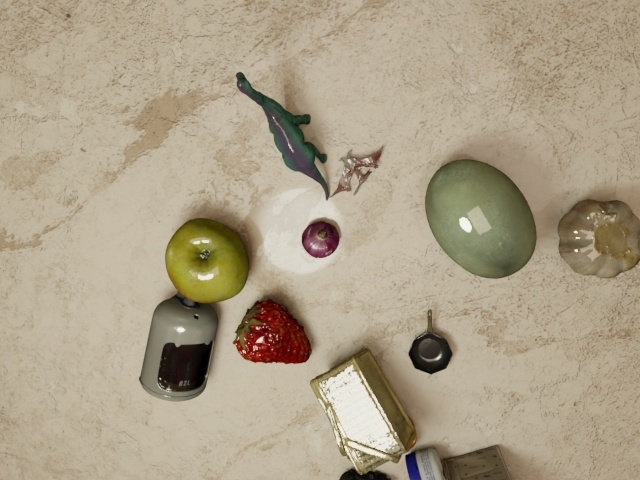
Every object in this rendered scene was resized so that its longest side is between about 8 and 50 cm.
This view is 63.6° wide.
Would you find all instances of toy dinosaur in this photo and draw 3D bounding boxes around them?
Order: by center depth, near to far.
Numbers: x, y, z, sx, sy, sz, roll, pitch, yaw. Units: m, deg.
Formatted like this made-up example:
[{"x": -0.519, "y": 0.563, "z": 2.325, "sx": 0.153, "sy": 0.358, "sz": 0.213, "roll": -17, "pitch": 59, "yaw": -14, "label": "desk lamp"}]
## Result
[{"x": -0.088, "y": -0.255, "z": 1.371, "sx": 0.129, "sy": 0.331, "sz": 0.384, "roll": -26, "pitch": 97, "yaw": 14, "label": "toy dinosaur"}, {"x": 0.100, "y": -0.205, "z": 1.516, "sx": 0.220, "sy": 0.032, "sz": 0.108, "roll": -40, "pitch": 100, "yaw": 23, "label": "toy dinosaur"}]

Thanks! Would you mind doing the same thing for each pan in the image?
[{"x": 0.353, "y": 0.312, "z": 1.602, "sx": 0.128, "sy": 0.048, "sz": 0.202, "roll": 20, "pitch": 106, "yaw": 0, "label": "pan"}]

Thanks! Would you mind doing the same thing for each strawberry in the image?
[{"x": -0.130, "y": 0.297, "z": 1.588, "sx": 0.244, "sy": 0.205, "sz": 0.205, "roll": 30, "pitch": 106, "yaw": -19, "label": "strawberry"}]

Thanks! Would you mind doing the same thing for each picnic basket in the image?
[{"x": 0.127, "y": 0.511, "z": 1.541, "sx": 0.175, "sy": 0.228, "sz": 0.313, "roll": -33, "pitch": 76, "yaw": 11, "label": "picnic basket"}]

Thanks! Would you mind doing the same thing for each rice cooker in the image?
[{"x": 0.151, "y": 0.834, "z": 1.705, "sx": 0.202, "sy": 0.142, "sz": 0.119, "roll": 8, "pitch": 92, "yaw": 1, "label": "rice cooker"}]

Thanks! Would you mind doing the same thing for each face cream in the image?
[{"x": 0.348, "y": 0.771, "z": 1.632, "sx": 0.111, "sy": 0.206, "sz": 0.206, "roll": -19, "pitch": 101, "yaw": 5, "label": "face cream"}]

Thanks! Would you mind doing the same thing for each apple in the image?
[{"x": -0.334, "y": 0.063, "z": 1.530, "sx": 0.260, "sy": 0.194, "sz": 0.261, "roll": 1, "pitch": 82, "yaw": -4, "label": "apple"}]

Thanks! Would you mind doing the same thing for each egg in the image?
[{"x": 0.431, "y": -0.057, "z": 1.399, "sx": 0.258, "sy": 0.258, "sz": 0.352, "roll": -39, "pitch": 102, "yaw": 14, "label": "egg"}]

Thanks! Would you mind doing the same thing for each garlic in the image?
[{"x": 0.764, "y": -0.005, "z": 1.426, "sx": 0.227, "sy": 0.152, "sz": 0.228, "roll": 1, "pitch": 97, "yaw": 11, "label": "garlic"}]

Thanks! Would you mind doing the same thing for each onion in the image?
[{"x": 0.000, "y": 0.000, "z": 1.549, "sx": 0.115, "sy": 0.115, "sz": 0.104, "roll": 15, "pitch": 149, "yaw": 3, "label": "onion"}]

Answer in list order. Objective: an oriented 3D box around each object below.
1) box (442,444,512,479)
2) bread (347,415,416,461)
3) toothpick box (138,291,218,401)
[{"x": 0.538, "y": 0.846, "z": 1.619, "sx": 0.190, "sy": 0.225, "sz": 0.297, "roll": -22, "pitch": 101, "yaw": 9, "label": "box"}, {"x": 0.196, "y": 0.657, "z": 1.682, "sx": 0.245, "sy": 0.094, "sz": 0.102, "roll": -25, "pitch": 105, "yaw": 11, "label": "bread"}, {"x": -0.440, "y": 0.310, "z": 1.621, "sx": 0.228, "sy": 0.229, "sz": 0.317, "roll": 15, "pitch": 103, "yaw": 3, "label": "toothpick box"}]
